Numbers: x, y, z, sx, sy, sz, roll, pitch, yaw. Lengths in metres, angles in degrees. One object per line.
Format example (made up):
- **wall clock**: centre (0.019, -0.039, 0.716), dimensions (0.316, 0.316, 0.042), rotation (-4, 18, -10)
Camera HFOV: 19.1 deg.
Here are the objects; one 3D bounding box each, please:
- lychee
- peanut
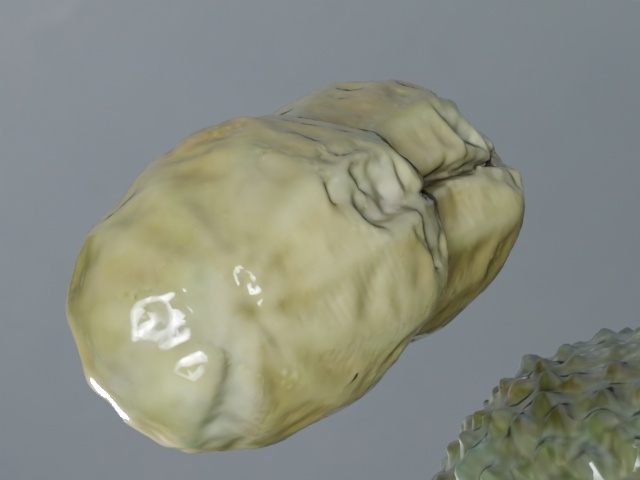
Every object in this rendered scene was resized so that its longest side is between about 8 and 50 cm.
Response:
- **lychee**: centre (0.169, 0.163, 0.910), dimensions (0.255, 0.255, 0.274), rotation (34, -175, 15)
- **peanut**: centre (0.000, 0.000, 0.794), dimensions (0.130, 0.130, 0.290), rotation (34, -156, 11)
